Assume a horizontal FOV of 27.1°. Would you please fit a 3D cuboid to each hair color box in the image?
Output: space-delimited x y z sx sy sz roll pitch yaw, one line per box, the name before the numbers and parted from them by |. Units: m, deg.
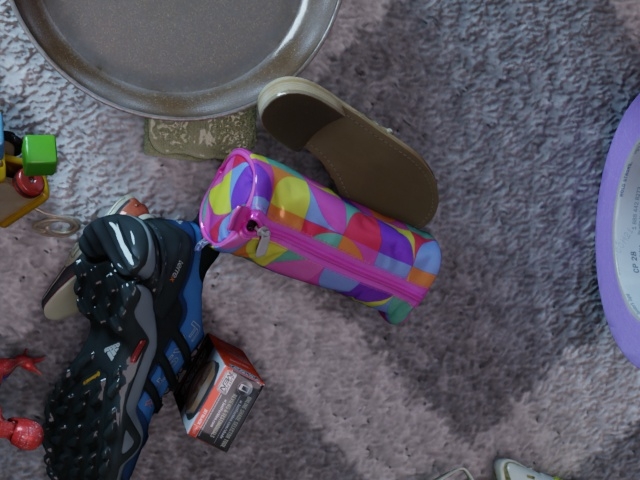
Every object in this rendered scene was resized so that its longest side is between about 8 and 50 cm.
hair color box | -0.095 0.137 1.221 0.043 0.141 0.072 29 91 -14

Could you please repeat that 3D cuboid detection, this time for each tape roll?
tape roll | 0.350 -0.012 1.226 0.090 0.275 0.275 3 97 -14

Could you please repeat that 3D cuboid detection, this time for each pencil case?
pencil case | 0.000 0.000 1.216 0.236 0.104 0.104 21 93 -32

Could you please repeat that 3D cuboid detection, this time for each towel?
towel | -0.110 -0.147 1.238 0.110 0.027 0.148 1 97 -13

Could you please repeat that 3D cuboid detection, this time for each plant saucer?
plant saucer | -0.131 -0.258 1.188 0.311 0.050 0.310 1 88 -15

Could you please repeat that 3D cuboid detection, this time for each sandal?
sandal | 0.029 -0.099 1.245 0.088 0.079 0.240 -33 136 23

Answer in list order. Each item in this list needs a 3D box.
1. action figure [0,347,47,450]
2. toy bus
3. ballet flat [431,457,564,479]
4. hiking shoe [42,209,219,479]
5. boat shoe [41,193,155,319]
action figure | -0.366 0.123 1.199 0.280 0.139 0.091 21 96 9
toy bus | -0.319 -0.078 1.161 0.191 0.202 0.104 -7 68 -4
ballet flat | 0.169 0.261 1.332 0.231 0.077 0.077 -12 83 -8
hiking shoe | -0.163 0.120 1.220 0.132 0.113 0.304 -5 118 -46
boat shoe | -0.210 0.016 1.233 0.137 0.049 0.043 -46 61 0
